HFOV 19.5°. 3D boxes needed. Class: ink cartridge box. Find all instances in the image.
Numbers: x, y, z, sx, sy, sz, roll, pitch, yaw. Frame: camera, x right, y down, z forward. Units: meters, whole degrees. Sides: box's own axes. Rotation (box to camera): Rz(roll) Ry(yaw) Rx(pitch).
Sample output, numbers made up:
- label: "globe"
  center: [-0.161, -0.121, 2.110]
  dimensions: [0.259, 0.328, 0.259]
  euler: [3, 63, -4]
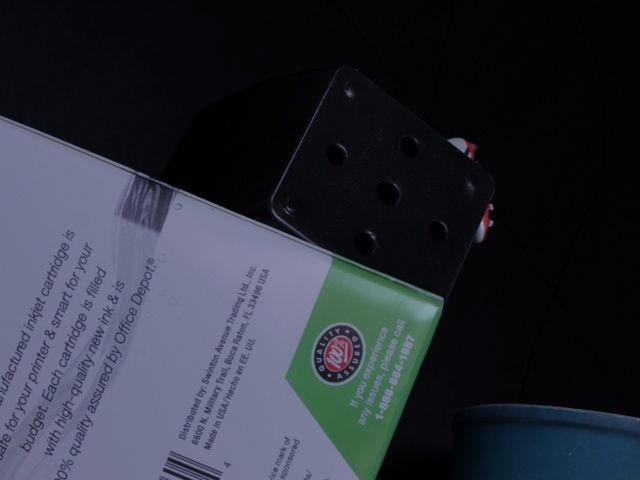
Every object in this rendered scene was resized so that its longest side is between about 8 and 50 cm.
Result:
- label: "ink cartridge box"
  center: [-0.109, 0.076, 1.004]
  dimensions: [0.289, 0.121, 0.211]
  euler: [23, 83, -2]

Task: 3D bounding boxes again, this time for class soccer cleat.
- label: "soccer cleat"
  center: [0.100, -0.036, 1.337]
  dimensions: [0.035, 0.029, 0.083]
  euler: [0, 66, -23]

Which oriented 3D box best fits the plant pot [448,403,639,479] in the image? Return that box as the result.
- label: "plant pot"
  center: [0.187, 0.259, 1.131]
  dimensions: [0.271, 0.271, 0.255]
  euler: [20, 75, -24]

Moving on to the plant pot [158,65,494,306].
- label: "plant pot"
  center: [0.000, 0.000, 1.170]
  dimensions: [0.187, 0.167, 0.188]
  euler: [37, 53, -14]
